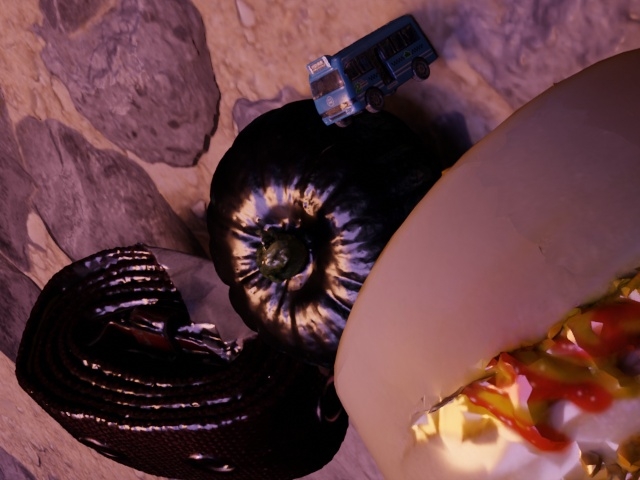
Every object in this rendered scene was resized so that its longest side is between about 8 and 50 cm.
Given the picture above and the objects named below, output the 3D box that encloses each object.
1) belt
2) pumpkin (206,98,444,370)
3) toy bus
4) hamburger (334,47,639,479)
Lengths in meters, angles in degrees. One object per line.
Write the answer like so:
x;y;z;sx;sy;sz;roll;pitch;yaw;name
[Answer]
-0.109;0.114;0.914;0.289;0.184;0.164;7;148;29;belt
0.008;-0.003;0.729;0.194;0.150;0.194;47;147;45;pumpkin
0.031;-0.106;0.658;0.038;0.083;0.046;-17;105;52;toy bus
0.145;0.047;0.505;0.179;0.276;0.294;51;166;20;hamburger
